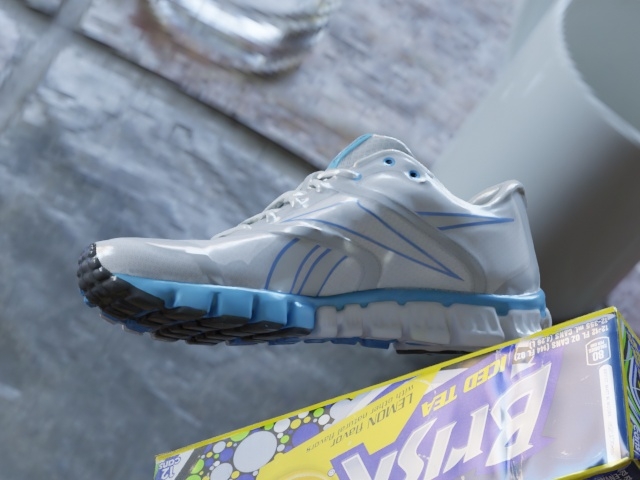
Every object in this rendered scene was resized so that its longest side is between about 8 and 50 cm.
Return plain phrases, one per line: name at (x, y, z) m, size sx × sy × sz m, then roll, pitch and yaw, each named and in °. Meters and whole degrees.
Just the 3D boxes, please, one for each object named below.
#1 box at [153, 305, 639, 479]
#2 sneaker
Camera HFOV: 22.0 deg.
box at (0.028, 0.081, 0.511) m, size 0.054 × 0.169 × 0.059 m, roll 48°, pitch 32°, yaw -38°
sneaker at (0.000, 0.000, 0.615) m, size 0.190 × 0.071 × 0.083 m, roll 4°, pitch 82°, yaw -29°
